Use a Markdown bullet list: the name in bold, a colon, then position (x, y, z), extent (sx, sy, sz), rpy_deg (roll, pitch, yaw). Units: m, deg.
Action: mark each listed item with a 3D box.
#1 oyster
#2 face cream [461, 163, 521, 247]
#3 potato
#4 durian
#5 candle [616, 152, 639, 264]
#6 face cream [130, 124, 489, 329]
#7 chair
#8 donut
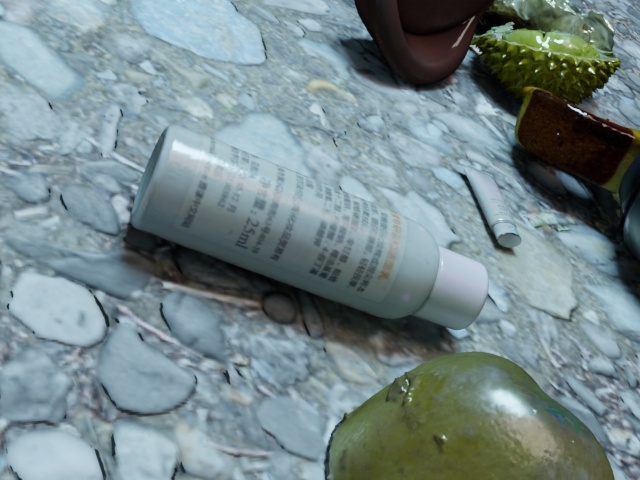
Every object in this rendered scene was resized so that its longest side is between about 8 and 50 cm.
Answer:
- **oyster**: position (0.290, -0.283, 1.258), extent (0.107, 0.161, 0.232), rpy_deg (-40, 78, -9)
- **face cream**: position (0.167, -0.036, 0.923), extent (0.038, 0.020, 0.115), rpy_deg (15, 35, -23)
- **potato**: position (0.115, 0.144, 0.580), extent (0.182, 0.117, 0.202), rpy_deg (-6, 49, -46)
- **durian**: position (0.250, -0.216, 1.155), extent (0.146, 0.102, 0.208), rpy_deg (-5, 26, -45)
- **candle**: position (0.447, 0.039, 0.882), extent (0.221, 0.221, 0.342), rpy_deg (2, 48, -37)
- **face cream**: position (0.000, 0.000, 0.693), extent (0.269, 0.082, 0.082), rpy_deg (22, 36, -16)
- **chair**: position (0.082, -0.387, 1.112), extent (0.227, 0.226, 0.401), rpy_deg (0, 47, -38)
- **donut**: position (0.297, -0.106, 1.032), extent (0.184, 0.073, 0.166), rpy_deg (20, 15, -19)
